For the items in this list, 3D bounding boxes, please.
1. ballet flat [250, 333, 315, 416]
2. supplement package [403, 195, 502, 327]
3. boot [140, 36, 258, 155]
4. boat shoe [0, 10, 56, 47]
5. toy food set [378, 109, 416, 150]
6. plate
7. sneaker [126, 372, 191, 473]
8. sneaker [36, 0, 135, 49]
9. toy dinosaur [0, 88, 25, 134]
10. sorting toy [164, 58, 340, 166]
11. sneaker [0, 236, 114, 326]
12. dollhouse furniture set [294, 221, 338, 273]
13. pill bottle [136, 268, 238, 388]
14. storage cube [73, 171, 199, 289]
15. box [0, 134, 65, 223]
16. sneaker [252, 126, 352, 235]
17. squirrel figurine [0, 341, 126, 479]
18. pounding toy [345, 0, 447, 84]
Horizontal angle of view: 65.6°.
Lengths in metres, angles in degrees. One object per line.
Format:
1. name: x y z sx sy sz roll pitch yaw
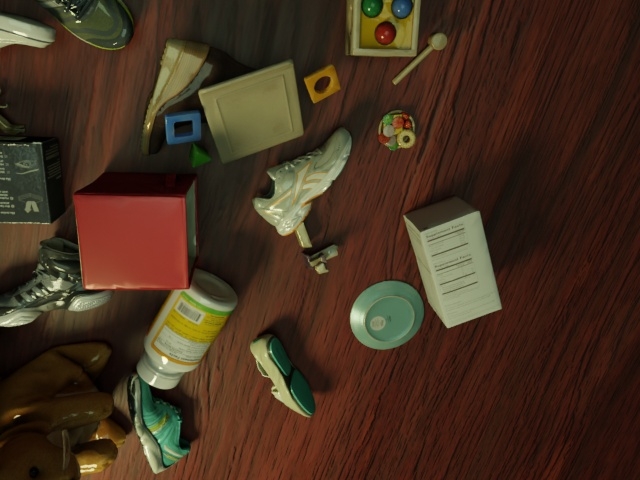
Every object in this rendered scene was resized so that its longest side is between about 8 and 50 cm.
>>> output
1. ballet flat: -0.095 0.329 1.198 0.086 0.086 0.249 -25 109 0
2. supplement package: 0.296 0.045 1.119 0.133 0.139 0.244 -20 111 0
3. boot: -0.226 -0.248 0.966 0.206 0.090 0.249 14 122 -27
4. boat shoe: -0.601 -0.359 0.864 0.267 0.096 0.088 7 112 -10
5. toy food set: 0.163 -0.236 1.064 0.082 0.020 0.083 -8 110 -6
6. plate: 0.165 0.188 1.210 0.188 0.024 0.188 -3 110 -9
7. sneaker: -0.387 0.420 1.180 0.109 0.107 0.276 -21 117 -22
8. sneaker: -0.460 -0.438 0.842 0.299 0.121 0.111 35 101 -18
9. toy dinosaur: -0.649 -0.249 0.916 0.183 0.053 0.093 15 107 -14
10. sorting toy: -0.127 -0.249 0.953 0.347 0.047 0.196 -22 148 -10
11. sneaker: -0.576 0.077 1.018 0.268 0.101 0.153 -11 110 -11
12. dollhouse furniture set: 0.000 0.000 1.096 0.081 0.091 0.114 -25 109 -16
13. pill bottle: -0.297 0.196 1.080 0.136 0.136 0.246 29 102 -17
14. storage cube: -0.345 -0.026 0.971 0.193 0.184 0.215 0 110 -7
15. box: -0.590 -0.117 0.948 0.155 0.093 0.159 1 108 -9
16. sneaker: -0.041 -0.139 1.029 0.121 0.099 0.262 36 99 -14
17. squirrel figurine: -0.612 0.411 0.980 0.396 0.370 0.281 4 109 -10
18. pounding toy: 0.157 -0.397 0.968 0.205 0.094 0.181 -2 109 -8
